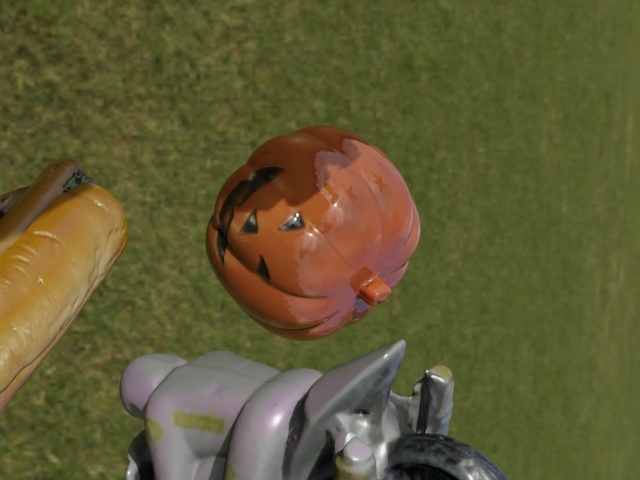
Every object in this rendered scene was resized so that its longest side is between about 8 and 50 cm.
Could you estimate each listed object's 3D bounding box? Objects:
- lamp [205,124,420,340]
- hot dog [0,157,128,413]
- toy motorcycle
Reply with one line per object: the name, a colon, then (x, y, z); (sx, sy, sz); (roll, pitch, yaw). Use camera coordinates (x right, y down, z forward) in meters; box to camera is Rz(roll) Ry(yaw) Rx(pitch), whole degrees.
lamp: (0.000, 0.000, 1.027); (0.188, 0.164, 0.187); (-36, 151, -23)
hot dog: (-0.188, 0.026, 0.678); (0.249, 0.100, 0.068); (-67, 149, -59)
toy motorcycle: (-0.022, 0.102, 0.493); (0.152, 0.225, 0.073); (54, 45, 2)
